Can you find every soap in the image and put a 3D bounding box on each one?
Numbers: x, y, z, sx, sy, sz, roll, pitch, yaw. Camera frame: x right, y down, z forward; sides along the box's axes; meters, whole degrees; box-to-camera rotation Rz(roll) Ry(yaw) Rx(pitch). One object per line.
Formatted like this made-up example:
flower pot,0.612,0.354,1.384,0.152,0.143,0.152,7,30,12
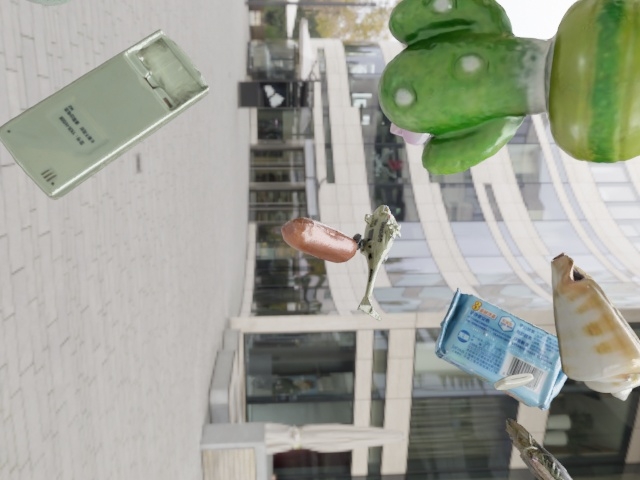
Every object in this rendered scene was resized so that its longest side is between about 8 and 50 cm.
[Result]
soap,0.377,0.227,1.234,0.156,0.293,0.077,-61,177,-10

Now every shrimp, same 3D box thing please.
shrimp,0.425,0.430,1.112,0.143,0.052,0.251,41,4,-46

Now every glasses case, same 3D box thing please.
glasses case,0.363,0.265,1.117,0.032,0.083,0.021,119,-40,-48

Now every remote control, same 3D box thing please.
remote control,-0.298,-0.183,0.845,0.123,0.285,0.038,49,-17,-3

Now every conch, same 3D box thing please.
conch,0.421,0.149,0.951,0.255,0.127,0.158,56,20,4

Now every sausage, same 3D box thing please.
sausage,0.000,0.000,1.243,0.077,0.194,0.077,-18,-116,39

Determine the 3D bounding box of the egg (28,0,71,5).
egg,-0.515,-0.554,1.149,0.169,0.169,0.236,97,17,-60

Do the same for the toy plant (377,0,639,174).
toy plant,0.221,-0.184,0.700,0.184,0.316,0.223,-24,118,-58

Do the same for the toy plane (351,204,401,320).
toy plane,0.121,0.039,1.292,0.108,0.092,0.286,-21,-137,48

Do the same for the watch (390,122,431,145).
watch,0.307,-0.343,1.417,0.248,0.218,0.210,-35,-121,58
